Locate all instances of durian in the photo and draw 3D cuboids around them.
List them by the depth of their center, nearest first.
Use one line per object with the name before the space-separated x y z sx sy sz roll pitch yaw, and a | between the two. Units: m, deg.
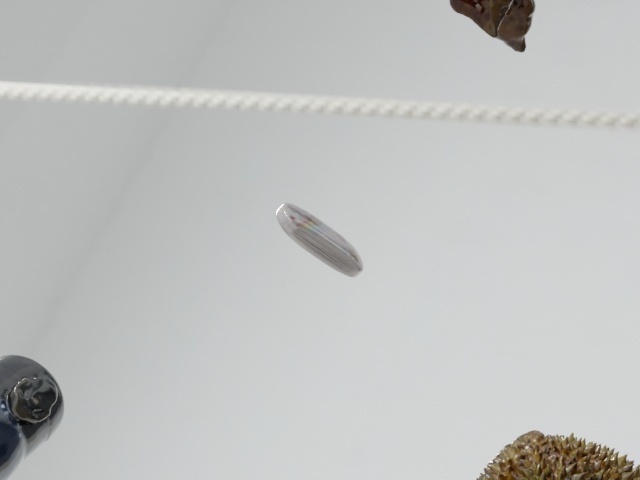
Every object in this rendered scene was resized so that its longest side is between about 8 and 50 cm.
durian | 0.156 0.202 0.961 0.158 0.137 0.168 -23 -78 -28

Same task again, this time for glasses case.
glasses case | 0.000 0.000 1.122 0.083 0.021 0.032 35 -161 -30

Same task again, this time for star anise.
star anise | 0.112 -0.254 1.320 0.196 0.111 0.212 -12 -116 -40

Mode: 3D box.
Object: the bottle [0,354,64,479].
bottle | -0.246 0.148 0.888 0.072 0.082 0.244 57 -141 -7
